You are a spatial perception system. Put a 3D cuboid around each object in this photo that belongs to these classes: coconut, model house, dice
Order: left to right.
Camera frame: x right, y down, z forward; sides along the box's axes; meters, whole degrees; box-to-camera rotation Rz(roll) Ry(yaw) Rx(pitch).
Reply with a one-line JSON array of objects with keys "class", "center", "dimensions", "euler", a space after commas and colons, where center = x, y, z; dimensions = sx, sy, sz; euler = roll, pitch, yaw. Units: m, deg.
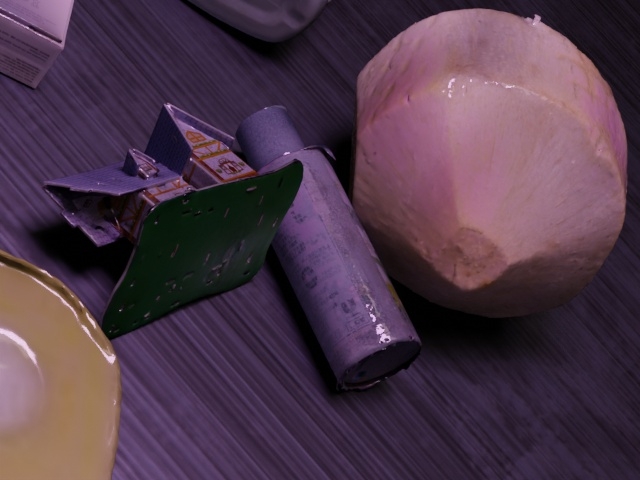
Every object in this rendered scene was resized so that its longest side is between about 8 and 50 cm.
[{"class": "dice", "center": [-0.207, 0.106, 0.814], "dimensions": [0.166, 0.169, 0.169], "euler": [27, 41, -23]}, {"class": "model house", "center": [-0.104, -0.020, 1.091], "dimensions": [0.088, 0.117, 0.167], "euler": [40, 36, 21]}, {"class": "coconut", "center": [0.125, -0.054, 1.245], "dimensions": [0.237, 0.197, 0.237], "euler": [31, 35, -25]}]

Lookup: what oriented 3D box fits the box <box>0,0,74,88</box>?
[{"class": "box", "center": [-0.236, -0.190, 1.161], "dimensions": [0.130, 0.051, 0.129], "euler": [27, 40, -23]}]

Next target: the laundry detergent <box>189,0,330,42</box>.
[{"class": "laundry detergent", "center": [-0.052, -0.300, 1.387], "dimensions": [0.215, 0.105, 0.280], "euler": [35, 37, -11]}]

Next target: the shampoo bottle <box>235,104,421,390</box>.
[{"class": "shampoo bottle", "center": [0.000, 0.000, 1.184], "dimensions": [0.072, 0.072, 0.214], "euler": [-2, 57, -43]}]
